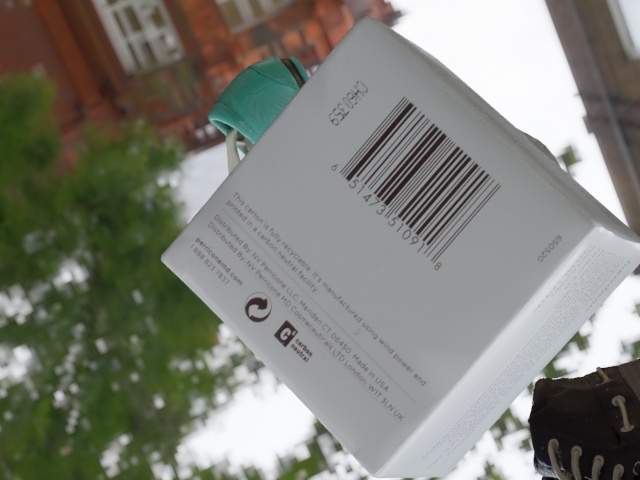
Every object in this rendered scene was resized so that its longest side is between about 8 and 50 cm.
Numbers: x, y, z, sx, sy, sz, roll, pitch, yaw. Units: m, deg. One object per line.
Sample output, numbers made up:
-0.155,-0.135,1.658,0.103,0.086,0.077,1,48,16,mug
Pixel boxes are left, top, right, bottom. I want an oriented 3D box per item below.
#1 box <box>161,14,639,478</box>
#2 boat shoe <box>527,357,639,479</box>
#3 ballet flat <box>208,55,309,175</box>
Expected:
0.047,0.007,1.011,0.182,0.181,0.119,-50,157,11,box
0.277,0.226,1.691,0.158,0.127,0.340,-10,-156,8,boat shoe
0.000,0.000,1.226,0.087,0.247,0.083,-29,-178,-7,ballet flat
